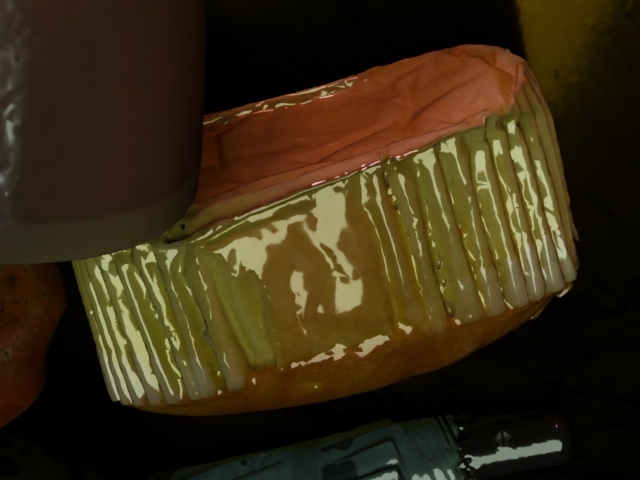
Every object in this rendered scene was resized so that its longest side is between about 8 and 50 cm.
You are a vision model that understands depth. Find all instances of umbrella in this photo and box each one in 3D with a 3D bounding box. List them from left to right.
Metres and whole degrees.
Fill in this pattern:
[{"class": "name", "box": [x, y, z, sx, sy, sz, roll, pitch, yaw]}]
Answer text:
[{"class": "umbrella", "box": [0.018, 0.135, 1.096, 0.250, 0.053, 0.052, -11, 115, 6]}]

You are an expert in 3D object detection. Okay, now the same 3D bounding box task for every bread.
[{"class": "bread", "box": [0.000, 0.000, 0.962, 0.250, 0.179, 0.133, -19, 107, -1]}]

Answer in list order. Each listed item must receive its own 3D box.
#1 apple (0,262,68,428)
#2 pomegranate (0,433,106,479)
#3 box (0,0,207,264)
[{"class": "apple", "box": [-0.214, 0.026, 0.988, 0.158, 0.156, 0.147, -7, 113, -22]}, {"class": "pomegranate", "box": [-0.205, 0.228, 1.049, 0.270, 0.254, 0.254, -18, 119, 37]}, {"class": "box", "box": [-0.189, -0.135, 0.846, 0.301, 0.301, 0.216, 4, 109, -3]}]
